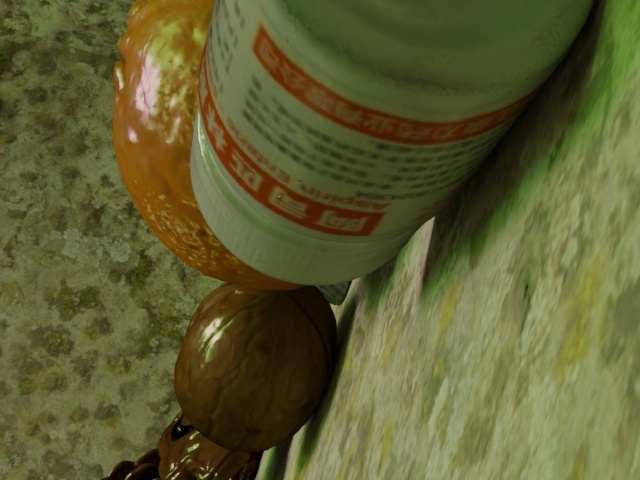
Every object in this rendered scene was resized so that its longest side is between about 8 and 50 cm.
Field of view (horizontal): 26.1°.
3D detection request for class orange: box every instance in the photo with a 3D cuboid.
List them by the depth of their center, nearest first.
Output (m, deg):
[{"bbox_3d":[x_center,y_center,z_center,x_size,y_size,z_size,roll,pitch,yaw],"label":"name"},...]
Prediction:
[{"bbox_3d":[-0.051,-0.128,1.298,0.340,0.293,0.340,-162,90,-85],"label":"orange"}]

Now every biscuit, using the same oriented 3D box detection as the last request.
[{"bbox_3d":[-0.116,0.209,1.682,0.208,0.041,0.290,-33,17,13],"label":"biscuit"}]

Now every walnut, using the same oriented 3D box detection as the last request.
[{"bbox_3d":[-0.067,0.124,1.434,0.167,0.167,0.207,-81,11,-54],"label":"walnut"}]

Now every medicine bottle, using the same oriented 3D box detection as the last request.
[{"bbox_3d":[0.026,-0.115,0.915,0.371,0.211,0.211,120,165,-67],"label":"medicine bottle"}]

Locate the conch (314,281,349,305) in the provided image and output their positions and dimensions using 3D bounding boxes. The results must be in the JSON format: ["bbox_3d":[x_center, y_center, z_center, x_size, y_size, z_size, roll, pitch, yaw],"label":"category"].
[{"bbox_3d":[-0.007,-0.001,1.545,0.153,0.102,0.135,-84,-3,-60],"label":"conch"}]

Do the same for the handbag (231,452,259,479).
[{"bbox_3d":[-0.107,0.225,2.005,0.275,0.084,0.260,-102,32,-78],"label":"handbag"}]

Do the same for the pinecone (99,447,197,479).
[{"bbox_3d":[-0.214,0.398,1.719,0.257,0.243,0.243,-86,13,-56],"label":"pinecone"}]
